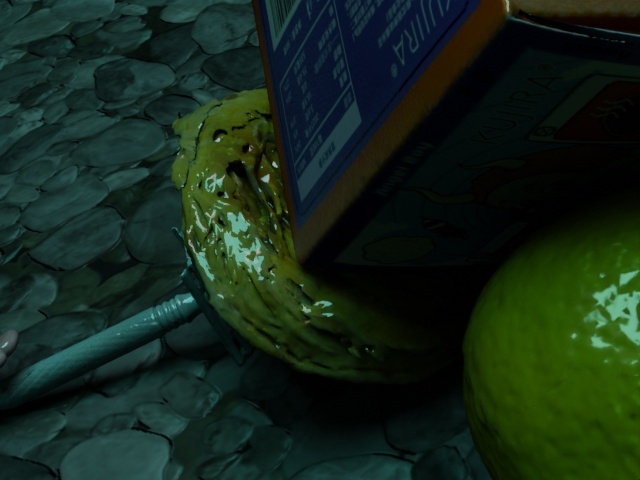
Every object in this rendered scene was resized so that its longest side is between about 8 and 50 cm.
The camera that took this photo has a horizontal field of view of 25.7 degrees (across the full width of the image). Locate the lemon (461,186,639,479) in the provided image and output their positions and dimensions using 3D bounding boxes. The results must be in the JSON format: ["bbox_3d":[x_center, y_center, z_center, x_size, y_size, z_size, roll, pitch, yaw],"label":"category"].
[{"bbox_3d":[0.209,0.076,0.828,0.253,0.228,0.228,-35,37,1],"label":"lemon"}]

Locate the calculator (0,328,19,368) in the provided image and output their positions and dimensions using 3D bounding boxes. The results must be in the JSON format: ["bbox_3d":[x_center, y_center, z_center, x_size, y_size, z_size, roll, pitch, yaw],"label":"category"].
[{"bbox_3d":[-0.304,0.112,1.122,0.166,0.024,0.103,-22,31,28],"label":"calculator"}]

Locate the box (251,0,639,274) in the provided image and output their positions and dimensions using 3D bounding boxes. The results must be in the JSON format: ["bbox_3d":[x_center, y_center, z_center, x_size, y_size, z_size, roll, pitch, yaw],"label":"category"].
[{"bbox_3d":[0.160,-0.152,0.884,0.318,0.348,0.257,-1,69,-21],"label":"box"}]

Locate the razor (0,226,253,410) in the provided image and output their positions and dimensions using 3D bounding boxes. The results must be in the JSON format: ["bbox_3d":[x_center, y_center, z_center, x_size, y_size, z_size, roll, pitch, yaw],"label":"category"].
[{"bbox_3d":[-0.178,0.085,1.106,0.232,0.106,0.068,-25,36,5],"label":"razor"}]

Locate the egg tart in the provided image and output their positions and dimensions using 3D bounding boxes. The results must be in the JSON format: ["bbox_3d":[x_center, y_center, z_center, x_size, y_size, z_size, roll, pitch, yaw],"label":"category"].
[{"bbox_3d":[0.000,0.000,1.067,0.297,0.132,0.297,17,45,-17],"label":"egg tart"}]
